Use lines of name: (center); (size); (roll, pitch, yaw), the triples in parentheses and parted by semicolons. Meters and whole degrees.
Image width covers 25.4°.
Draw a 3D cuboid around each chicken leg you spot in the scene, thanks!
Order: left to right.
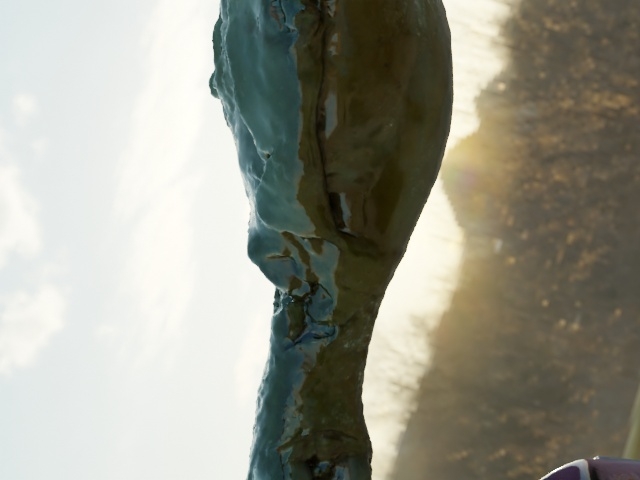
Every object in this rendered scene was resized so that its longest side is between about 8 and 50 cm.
chicken leg: (0.000, 0.000, 0.905); (0.201, 0.152, 0.429); (-116, 29, -78)

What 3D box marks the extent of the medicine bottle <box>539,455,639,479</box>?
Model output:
medicine bottle: (0.142, 0.170, 0.674); (0.188, 0.119, 0.094); (11, -54, -40)
